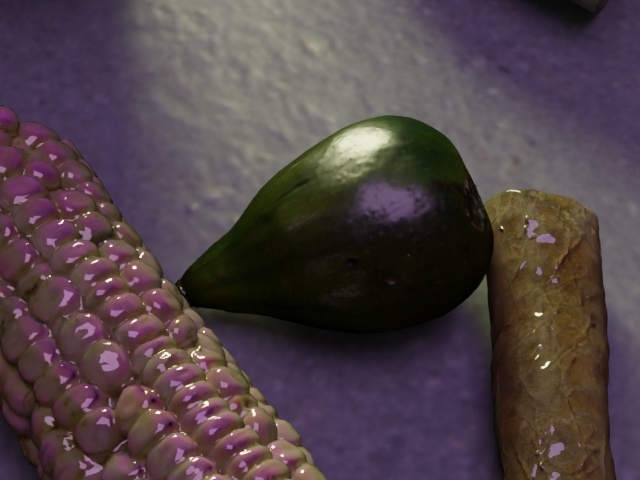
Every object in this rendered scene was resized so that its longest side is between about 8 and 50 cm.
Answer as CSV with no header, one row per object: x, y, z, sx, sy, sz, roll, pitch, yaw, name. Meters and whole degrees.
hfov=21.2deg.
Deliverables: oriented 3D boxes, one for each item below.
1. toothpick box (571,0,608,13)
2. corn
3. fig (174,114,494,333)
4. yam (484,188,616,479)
0.116,-0.227,1.034,0.180,0.111,0.111,31,59,8,toothpick box
-0.094,0.076,0.814,0.126,0.126,0.335,-26,63,-23,corn
0.000,0.000,0.886,0.177,0.117,0.117,-14,62,-6,fig
0.117,0.108,0.857,0.066,0.066,0.300,6,58,-7,yam
